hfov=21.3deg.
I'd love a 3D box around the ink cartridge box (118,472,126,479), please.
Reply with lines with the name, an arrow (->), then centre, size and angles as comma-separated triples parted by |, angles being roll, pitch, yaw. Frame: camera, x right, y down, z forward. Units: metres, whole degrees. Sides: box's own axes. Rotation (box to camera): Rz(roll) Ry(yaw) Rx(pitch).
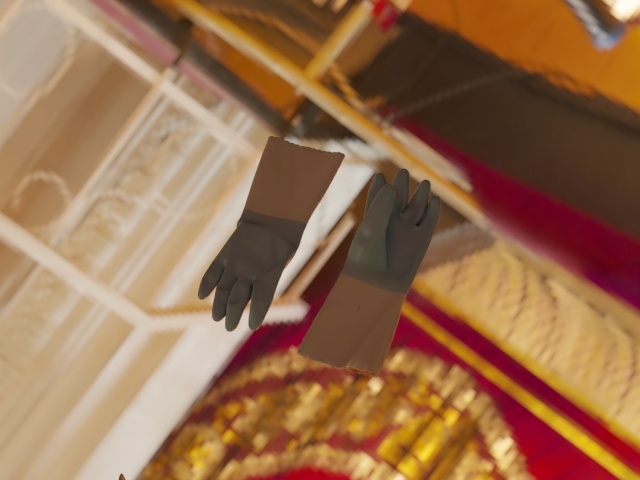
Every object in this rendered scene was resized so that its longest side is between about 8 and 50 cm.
ink cartridge box -> -0.099, 0.279, 1.325 | 0.115, 0.067, 0.198 | -89, -20, -56

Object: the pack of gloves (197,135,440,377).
pack of gloves -> 0.000, 0.000, 1.625 | 0.195, 0.232, 0.046 | 16, 149, 13
